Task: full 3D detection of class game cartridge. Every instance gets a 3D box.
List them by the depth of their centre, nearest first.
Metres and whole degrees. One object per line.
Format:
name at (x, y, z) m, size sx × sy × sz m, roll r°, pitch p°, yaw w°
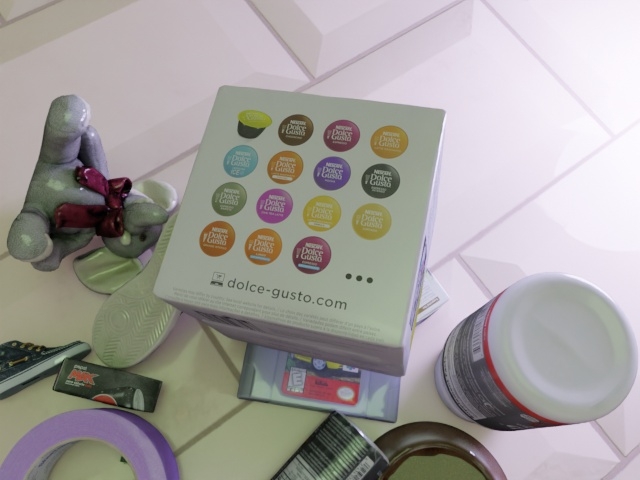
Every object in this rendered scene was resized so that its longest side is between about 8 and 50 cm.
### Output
game cartridge at (0.007, 0.218, 1.066) m, size 0.294 × 0.060 × 0.196 m, roll 9°, pitch 65°, yaw -2°

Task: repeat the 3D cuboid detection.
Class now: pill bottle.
pill bottle at (0.318, 0.199, 0.934) m, size 0.210 × 0.363 × 0.210 m, roll 2°, pitch 69°, yaw -4°
pill bottle at (-0.012, 0.414, 0.946) m, size 0.130 × 0.130 × 0.245 m, roll 43°, pitch 77°, yaw 11°

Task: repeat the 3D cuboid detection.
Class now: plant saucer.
plant saucer at (0.197, 0.475, 0.991) m, size 0.310 × 0.050 × 0.311 m, roll 2°, pitch 71°, yaw -5°

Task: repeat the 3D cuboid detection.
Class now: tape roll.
tape roll at (-0.373, 0.413, 0.922) m, size 0.274 × 0.090 × 0.275 m, roll 0°, pitch 76°, yaw 0°

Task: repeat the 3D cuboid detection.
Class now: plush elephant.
plush elephant at (-0.389, -0.050, 1.034) m, size 0.255 × 0.330 × 0.272 m, roll 17°, pitch 72°, yaw -23°

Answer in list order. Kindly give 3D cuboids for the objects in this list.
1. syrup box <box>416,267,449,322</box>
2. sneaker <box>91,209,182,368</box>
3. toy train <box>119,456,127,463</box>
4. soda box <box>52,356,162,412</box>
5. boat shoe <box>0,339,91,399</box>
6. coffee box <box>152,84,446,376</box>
syrup box at (0.136, 0.054, 1.115) m, size 0.096 × 0.093 × 0.237 m, roll -32°, pitch 76°, yaw -15°
sneaker at (-0.271, 0.087, 1.040) m, size 0.131 × 0.148 × 0.350 m, roll 43°, pitch 103°, yaw 7°
toy train at (-0.305, 0.382, 0.990) m, size 0.083 × 0.024 × 0.017 m, roll 9°, pitch 69°, yaw -1°
soda box at (-0.365, 0.250, 0.986) m, size 0.169 × 0.053 × 0.060 m, roll 21°, pitch 68°, yaw -22°
boat shoe at (-0.508, 0.204, 1.015) m, size 0.183 × 0.065 × 0.083 m, roll -26°, pitch 75°, yaw -13°
coffee box at (0.000, 0.000, 0.905) m, size 0.337 × 0.338 × 0.334 m, roll 10°, pitch 73°, yaw 13°
